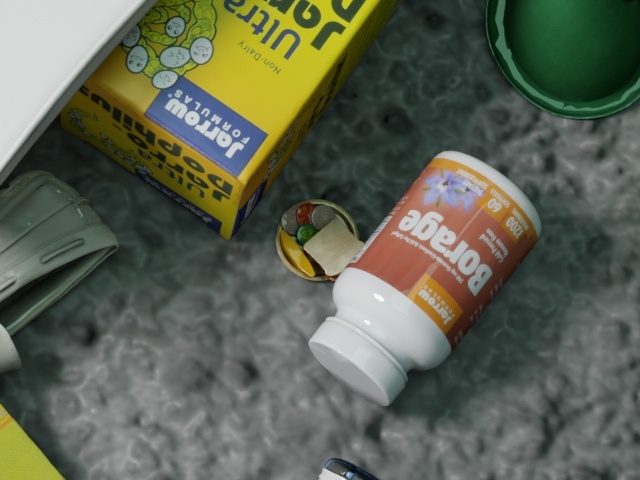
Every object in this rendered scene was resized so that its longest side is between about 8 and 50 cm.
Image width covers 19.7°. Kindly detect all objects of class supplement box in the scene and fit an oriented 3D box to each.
[{"bbox_3d":[-0.053,-0.213,1.644,0.194,0.195,0.356,34,75,2],"label":"supplement box"}]

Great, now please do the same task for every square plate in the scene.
[{"bbox_3d":[-0.296,-0.185,1.544,0.344,0.049,0.347,29,74,38],"label":"square plate"}]

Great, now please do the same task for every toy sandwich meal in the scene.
[{"bbox_3d":[0.000,0.000,1.681,0.086,0.029,0.085,2,75,-7],"label":"toy sandwich meal"}]

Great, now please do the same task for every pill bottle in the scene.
[{"bbox_3d":[0.090,0.036,1.635,0.121,0.121,0.216,38,74,4],"label":"pill bottle"}]

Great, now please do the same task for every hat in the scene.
[{"bbox_3d":[0.246,-0.220,1.671,0.173,0.183,0.208,-35,91,-6],"label":"hat"}]

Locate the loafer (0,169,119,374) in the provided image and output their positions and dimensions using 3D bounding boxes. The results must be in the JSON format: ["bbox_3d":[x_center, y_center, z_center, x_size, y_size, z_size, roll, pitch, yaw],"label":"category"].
[{"bbox_3d":[-0.306,0.078,1.582,0.111,0.112,0.319,38,74,12],"label":"loafer"}]

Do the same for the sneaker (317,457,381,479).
[{"bbox_3d":[0.077,0.276,1.604,0.211,0.080,0.081,34,92,5],"label":"sneaker"}]

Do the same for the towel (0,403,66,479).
[{"bbox_3d":[-0.280,0.203,1.552,0.102,0.021,0.237,-40,110,-10],"label":"towel"}]
